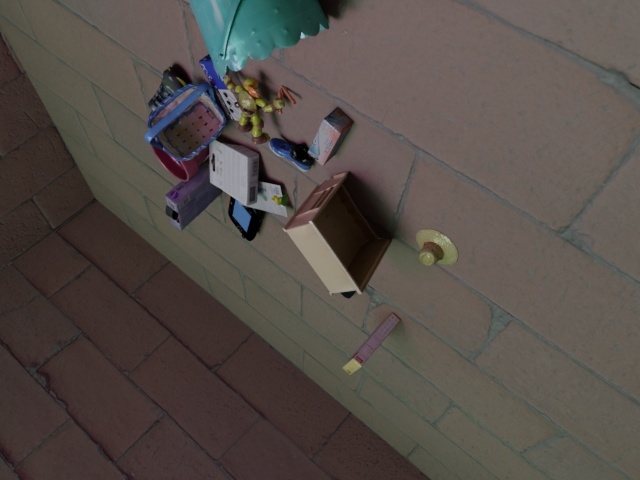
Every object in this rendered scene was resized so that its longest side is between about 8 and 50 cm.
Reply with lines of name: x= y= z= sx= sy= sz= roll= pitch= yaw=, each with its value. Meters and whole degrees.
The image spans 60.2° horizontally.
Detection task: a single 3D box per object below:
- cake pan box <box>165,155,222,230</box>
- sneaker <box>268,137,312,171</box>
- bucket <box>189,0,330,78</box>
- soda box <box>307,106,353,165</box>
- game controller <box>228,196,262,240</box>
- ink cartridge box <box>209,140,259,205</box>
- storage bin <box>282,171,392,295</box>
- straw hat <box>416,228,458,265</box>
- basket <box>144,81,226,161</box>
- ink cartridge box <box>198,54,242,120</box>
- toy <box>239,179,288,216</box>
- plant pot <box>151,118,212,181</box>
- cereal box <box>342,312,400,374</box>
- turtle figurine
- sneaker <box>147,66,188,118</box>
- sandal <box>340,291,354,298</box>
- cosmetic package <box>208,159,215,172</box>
cake pan box: x=-0.501 y=-0.182 z=2.201 sx=0.070 sy=0.267 sz=0.245 roll=38 pitch=157 yaw=9
sneaker: x=-0.087 y=-0.272 z=1.659 sx=0.152 sy=0.058 sz=0.084 roll=38 pitch=161 yaw=4
bucket: x=-0.131 y=-0.480 z=1.157 sx=0.281 sy=0.281 sz=0.183 roll=6 pitch=127 yaw=54
soda box: x=0.024 y=-0.276 z=1.484 sx=0.063 sy=0.058 sz=0.183 roll=43 pitch=155 yaw=3
game controller: x=-0.314 y=-0.109 z=2.266 sx=0.166 sy=0.067 sz=0.319 roll=42 pitch=155 yaw=5
ink cartridge box: x=-0.310 y=-0.254 z=1.972 sx=0.232 sy=0.066 sz=0.188 roll=35 pitch=131 yaw=40
storage bin: x=0.061 y=-0.021 z=1.600 sx=0.123 sy=0.260 sz=0.262 roll=-15 pitch=120 yaw=43
straw hat: x=0.307 y=0.037 z=1.534 sx=0.145 sy=0.061 sz=0.144 roll=35 pitch=154 yaw=20
basket: x=-0.435 y=-0.378 z=1.772 sx=0.201 sy=0.255 sz=0.289 roll=49 pitch=175 yaw=-4
ink cartridge box: x=-0.282 y=-0.463 z=1.681 sx=0.097 sy=0.046 sz=0.207 roll=18 pitch=144 yaw=44
toy: x=-0.213 y=-0.175 z=2.015 sx=0.237 sy=0.056 sz=0.136 roll=19 pitch=137 yaw=34
plant pot: x=-0.491 y=-0.348 z=2.025 sx=0.201 sy=0.180 sz=0.201 roll=35 pitch=154 yaw=20
cereal box: x=0.188 y=0.387 z=2.053 sx=0.047 sy=0.240 sz=0.173 roll=42 pitch=156 yaw=8
turtle figurine: x=-0.188 y=-0.379 z=1.581 sx=0.270 sy=0.087 sz=0.217 roll=29 pitch=146 yaw=18
sneaker: x=-0.536 y=-0.495 z=1.935 sx=0.111 sy=0.121 sz=0.300 roll=45 pitch=156 yaw=-1
sandal: x=0.069 y=0.135 z=2.066 sx=0.097 sy=0.054 sz=0.254 roll=28 pitch=151 yaw=33
cosmetic package: x=-0.374 y=-0.251 z=2.110 sx=0.115 sy=0.041 sz=0.060 roll=49 pitch=-175 yaw=-44
